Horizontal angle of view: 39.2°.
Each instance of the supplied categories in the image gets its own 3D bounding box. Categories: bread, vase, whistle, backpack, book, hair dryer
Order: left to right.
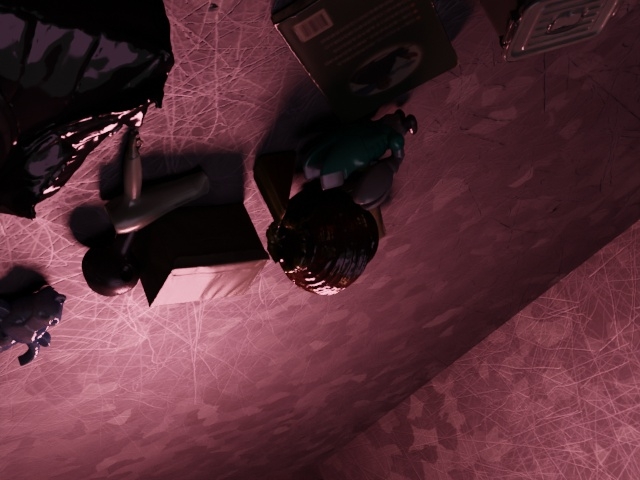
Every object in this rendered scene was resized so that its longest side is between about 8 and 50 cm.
[{"bbox_3d":[-0.639,0.178,1.877,0.269,0.093,0.180,-32,130,13],"label":"whistle"},{"bbox_3d":[-0.411,-0.194,1.216,0.363,0.255,0.446,4,145,-36],"label":"backpack"},{"bbox_3d":[-0.403,0.022,1.797,0.120,0.120,0.183,4,124,-46],"label":"vase"},{"bbox_3d":[-0.309,-0.128,1.661,0.206,0.075,0.237,-25,147,-18],"label":"hair dryer"},{"bbox_3d":[-0.070,-0.104,1.813,0.084,0.139,0.074,-11,150,-28],"label":"bread"},{"bbox_3d":[0.092,-0.358,1.605,0.260,0.043,0.371,-27,153,9],"label":"book"}]

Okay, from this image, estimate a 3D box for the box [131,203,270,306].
[{"bbox_3d":[-0.254,0.028,1.880,0.231,0.149,0.155,-7,148,-35],"label":"box"}]

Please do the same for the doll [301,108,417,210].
[{"bbox_3d":[0.090,-0.159,1.801,0.258,0.195,0.153,-16,125,-5],"label":"doll"}]

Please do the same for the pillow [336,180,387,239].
[{"bbox_3d":[0.056,-0.048,2.106,0.184,0.075,0.302,-16,153,1],"label":"pillow"}]

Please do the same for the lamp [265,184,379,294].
[{"bbox_3d":[0.000,0.000,1.894,0.246,0.247,0.247,-21,154,-11],"label":"lamp"}]

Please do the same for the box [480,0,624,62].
[{"bbox_3d":[0.414,-0.444,1.630,0.243,0.135,0.163,-19,155,-16],"label":"box"}]
